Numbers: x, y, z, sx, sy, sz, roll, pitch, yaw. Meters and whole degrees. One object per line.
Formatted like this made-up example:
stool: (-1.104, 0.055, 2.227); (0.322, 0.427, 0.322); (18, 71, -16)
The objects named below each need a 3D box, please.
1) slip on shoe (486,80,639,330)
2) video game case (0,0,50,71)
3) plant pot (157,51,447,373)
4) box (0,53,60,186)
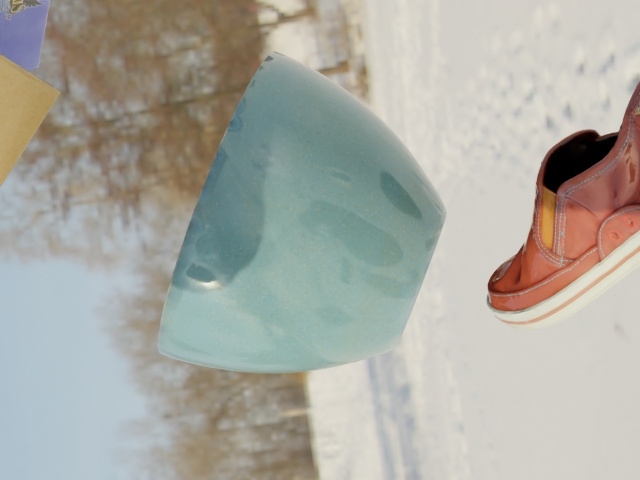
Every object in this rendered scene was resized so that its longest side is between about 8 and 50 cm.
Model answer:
slip on shoe: (0.196, -0.028, 0.988); (0.101, 0.123, 0.331); (44, 154, 3)
video game case: (-0.309, -0.298, 1.176); (0.244, 0.061, 0.269); (55, 152, 13)
plant pot: (0.000, 0.000, 1.254); (0.290, 0.195, 0.290); (20, -90, -87)
box: (-0.323, -0.074, 1.120); (0.164, 0.201, 0.021); (33, 179, -44)
